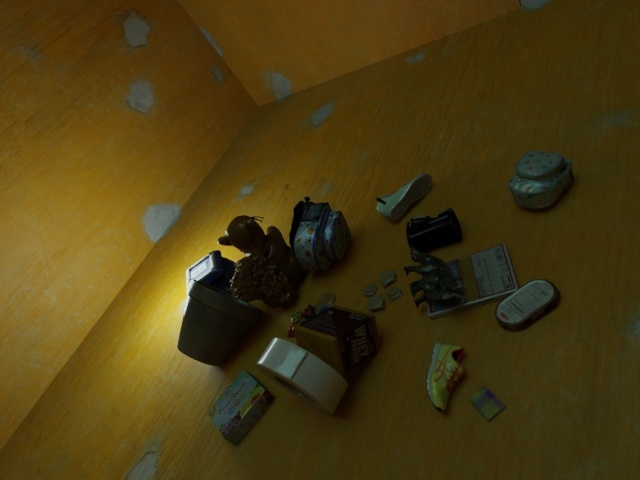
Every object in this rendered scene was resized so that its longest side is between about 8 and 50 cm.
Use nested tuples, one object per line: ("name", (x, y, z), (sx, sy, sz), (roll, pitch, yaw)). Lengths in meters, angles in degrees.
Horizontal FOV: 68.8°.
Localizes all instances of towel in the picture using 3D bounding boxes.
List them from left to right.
("towel", (0.434, 0.425, 1.221), (0.060, 0.009, 0.083), (-42, 33, -2))

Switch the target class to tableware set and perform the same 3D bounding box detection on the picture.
("tableware set", (0.223, 0.182, 1.705), (0.141, 0.020, 0.168), (-30, 33, 11))

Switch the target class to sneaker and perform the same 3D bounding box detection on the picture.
("sneaker", (0.343, -0.201, 1.974), (0.256, 0.094, 0.151), (-43, 30, -8))
("sneaker", (0.354, 0.372, 1.298), (0.094, 0.081, 0.208), (-11, 42, 33))

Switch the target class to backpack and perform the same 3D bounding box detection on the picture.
("backpack", (0.000, 0.000, 1.948), (0.213, 0.276, 0.263), (7, 57, 32))
("backpack", (0.725, -0.203, 1.560), (0.188, 0.144, 0.166), (-51, 40, -12))

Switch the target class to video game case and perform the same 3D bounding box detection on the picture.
("video game case", (0.477, 0.131, 1.513), (0.285, 0.025, 0.204), (-22, 38, 25))

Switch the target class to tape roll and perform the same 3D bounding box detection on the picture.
("tape roll", (-0.059, 0.422, 1.456), (0.286, 0.286, 0.100), (7, 54, 48))

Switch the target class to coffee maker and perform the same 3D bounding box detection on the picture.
("coffee maker", (0.414, -0.018, 1.690), (0.178, 0.120, 0.171), (-21, 61, 28))

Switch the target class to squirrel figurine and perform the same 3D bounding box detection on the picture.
("squirrel figurine", (-0.248, 0.077, 1.966), (0.281, 0.370, 0.396), (-25, 36, 21))

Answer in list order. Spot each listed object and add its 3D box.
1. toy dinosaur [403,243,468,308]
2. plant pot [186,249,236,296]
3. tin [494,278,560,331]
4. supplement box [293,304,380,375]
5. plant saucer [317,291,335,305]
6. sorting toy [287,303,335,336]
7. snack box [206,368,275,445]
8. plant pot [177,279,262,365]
("toy dinosaur", (0.367, 0.127, 1.527), (0.161, 0.120, 0.313), (-18, 33, 10))
("plant pot", (-0.502, 0.199, 2.217), (0.236, 0.212, 0.236), (-35, 34, 6))
("tin", (0.588, 0.182, 1.336), (0.190, 0.040, 0.106), (-37, 29, 4))
("supplement box", (0.055, 0.321, 1.531), (0.194, 0.128, 0.191), (-23, 19, -39))
("plant saucer", (0.021, 0.237, 1.842), (0.084, 0.013, 0.083), (-26, 35, 20))
("sorting toy", (-0.030, 0.297, 1.777), (0.275, 0.046, 0.132), (-11, 48, 38))
("snack box", (-0.288, 0.591, 1.674), (0.207, 0.070, 0.175), (-48, 34, -14))
("plant pot", (-0.444, 0.351, 1.934), (0.323, 0.323, 0.280), (14, 76, 51))
